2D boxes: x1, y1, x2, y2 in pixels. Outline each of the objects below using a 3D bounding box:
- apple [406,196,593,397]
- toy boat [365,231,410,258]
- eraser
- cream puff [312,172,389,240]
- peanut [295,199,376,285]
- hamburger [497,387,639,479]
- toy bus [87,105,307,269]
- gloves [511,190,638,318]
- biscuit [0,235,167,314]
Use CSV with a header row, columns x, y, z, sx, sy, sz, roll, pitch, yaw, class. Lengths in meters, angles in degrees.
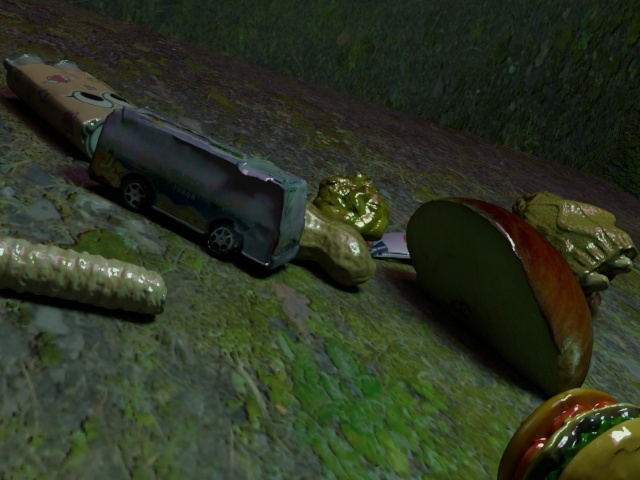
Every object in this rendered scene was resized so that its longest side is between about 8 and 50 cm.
x,y,z,sx,sy,sz,roll,pitch,yaw,class
0.264,0.062,1.089,0.254,0.179,0.346,29,10,-40,apple
0.202,0.015,1.355,0.319,0.071,0.219,11,22,-2,toy boat
-0.406,-0.226,1.299,0.291,0.087,0.171,36,22,35,eraser
0.045,-0.055,1.223,0.146,0.116,0.146,6,-1,0,cream puff
-0.001,0.002,1.115,0.193,0.089,0.089,29,20,22,peanut
0.235,0.213,0.673,0.162,0.161,0.115,9,15,-33,hamburger
-0.167,-0.079,1.070,0.317,0.137,0.112,24,20,15,toy bus
0.447,0.018,1.420,0.156,0.203,0.356,-6,19,-9,gloves
-0.265,0.034,0.780,0.219,0.055,0.061,15,9,-19,biscuit
